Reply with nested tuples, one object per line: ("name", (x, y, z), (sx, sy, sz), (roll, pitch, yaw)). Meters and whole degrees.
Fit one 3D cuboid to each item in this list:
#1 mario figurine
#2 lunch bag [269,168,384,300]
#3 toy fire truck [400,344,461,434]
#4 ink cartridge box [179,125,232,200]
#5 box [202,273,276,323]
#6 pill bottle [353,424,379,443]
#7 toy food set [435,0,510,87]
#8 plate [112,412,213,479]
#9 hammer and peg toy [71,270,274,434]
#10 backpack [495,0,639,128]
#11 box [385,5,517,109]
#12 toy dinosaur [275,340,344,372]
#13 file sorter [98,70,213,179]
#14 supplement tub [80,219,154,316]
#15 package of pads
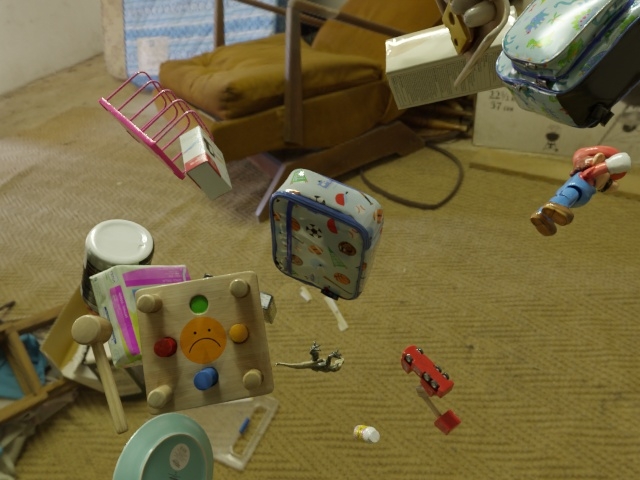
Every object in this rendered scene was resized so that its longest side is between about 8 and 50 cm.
("mario figurine", (0.751, -0.134, 1.291), (0.320, 0.170, 0.198), (-42, 23, -14))
("lunch bag", (0.000, 0.000, 0.995), (0.243, 0.303, 0.115), (22, 54, 12))
("toy fire truck", (0.270, 0.366, 1.142), (0.047, 0.135, 0.192), (-23, 47, -29))
("ink cartridge box", (-0.326, -0.221, 1.310), (0.072, 0.127, 0.175), (-29, 50, 7))
("box", (-0.306, 0.224, 1.749), (0.270, 0.216, 0.060), (17, 67, 7))
("pill bottle", (0.128, 0.532, 1.267), (0.043, 0.043, 0.083), (-33, 0, -29))
("toy food set", (0.220, -0.455, 0.845), (0.092, 0.306, 0.220), (-22, -3, 1))
("plate", (-0.231, 0.367, 0.715), (0.024, 0.188, 0.188), (-15, 29, 33))
("hammer and peg toy", (-0.288, 0.220, 0.942), (0.361, 0.266, 0.127), (-10, -8, -4))
("backpack", (0.206, -0.161, 0.386), (0.105, 0.084, 0.114), (-49, 27, 9))
("box", (0.330, -0.448, 1.156), (0.311, 0.148, 0.121), (-6, 63, 20))
("toy dinosaur", (-0.005, 0.395, 1.529), (0.268, 0.118, 0.064), (14, 36, -32))
("file sorter", (-0.519, -0.382, 1.502), (0.290, 0.202, 0.182), (39, 80, 22))
("supplement tub", (-0.648, 0.103, 1.464), (0.193, 0.316, 0.194), (18, 40, -16))
("package of pads", (-0.410, 0.181, 1.154), (0.101, 0.229, 0.296), (-22, -8, 15))
